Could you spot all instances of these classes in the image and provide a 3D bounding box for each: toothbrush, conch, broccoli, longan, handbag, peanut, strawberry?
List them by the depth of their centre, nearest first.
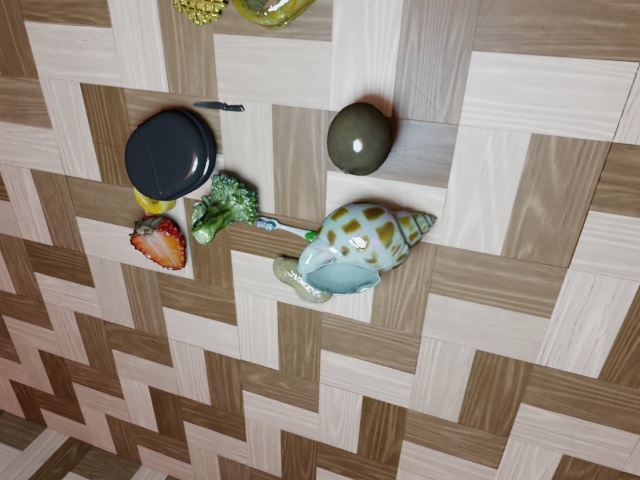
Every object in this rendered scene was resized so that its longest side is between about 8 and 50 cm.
[{"bbox_3d":[0.096,-0.247,1.110,0.189,0.189,0.189,10,120,17],"label":"longan"},{"bbox_3d":[0.122,0.014,1.224,0.367,0.197,0.250,-3,120,22],"label":"conch"},{"bbox_3d":[-0.315,-0.086,1.303,0.198,0.275,0.177,10,123,29],"label":"broccoli"},{"bbox_3d":[-0.453,-0.253,1.338,0.307,0.093,0.254,-21,92,24],"label":"handbag"},{"bbox_3d":[0.001,-0.002,1.366,0.417,0.040,0.042,17,116,8],"label":"toothbrush"},{"bbox_3d":[-0.059,0.125,1.424,0.214,0.090,0.099,38,134,2],"label":"peanut"},{"bbox_3d":[-0.534,-0.003,1.548,0.189,0.111,0.237,-4,139,12],"label":"strawberry"}]

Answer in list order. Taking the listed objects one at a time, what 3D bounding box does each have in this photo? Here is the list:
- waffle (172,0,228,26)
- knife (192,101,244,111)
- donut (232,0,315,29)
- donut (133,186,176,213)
[{"bbox_3d":[-0.310,-0.639,1.135,0.190,0.038,0.191,10,120,17],"label":"waffle"},{"bbox_3d":[-0.293,-0.383,1.286,0.170,0.010,0.023,10,121,19],"label":"knife"},{"bbox_3d":[-0.096,-0.612,1.011,0.261,0.128,0.209,-32,102,31],"label":"donut"},{"bbox_3d":[-0.552,-0.156,1.490,0.151,0.058,0.152,10,122,16],"label":"donut"}]
